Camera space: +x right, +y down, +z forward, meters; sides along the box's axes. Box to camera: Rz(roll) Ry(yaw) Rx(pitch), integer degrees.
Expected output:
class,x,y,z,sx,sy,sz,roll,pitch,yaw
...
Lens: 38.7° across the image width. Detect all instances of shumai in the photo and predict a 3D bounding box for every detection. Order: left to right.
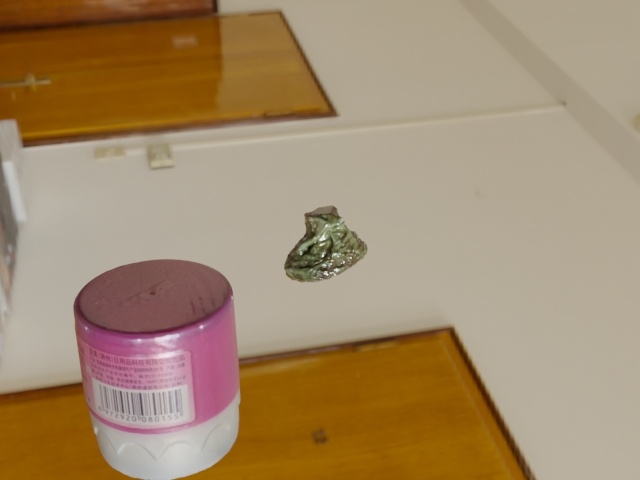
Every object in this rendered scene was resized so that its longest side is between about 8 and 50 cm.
class,x,y,z,sx,sy,sz,roll,pitch,yaw
shumai,0.001,0.000,1.286,0.099,0.124,0.087,14,-52,54

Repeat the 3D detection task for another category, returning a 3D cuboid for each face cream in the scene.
class,x,y,z,sx,sy,sz,roll,pitch,yaw
face cream,-0.179,0.142,1.025,0.175,0.175,0.194,-117,-155,-61
